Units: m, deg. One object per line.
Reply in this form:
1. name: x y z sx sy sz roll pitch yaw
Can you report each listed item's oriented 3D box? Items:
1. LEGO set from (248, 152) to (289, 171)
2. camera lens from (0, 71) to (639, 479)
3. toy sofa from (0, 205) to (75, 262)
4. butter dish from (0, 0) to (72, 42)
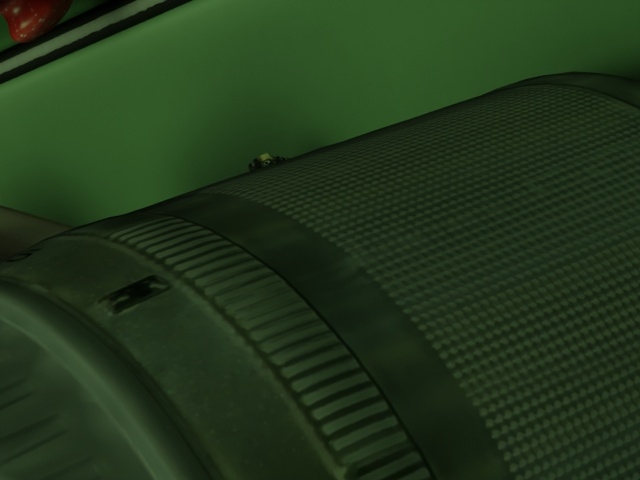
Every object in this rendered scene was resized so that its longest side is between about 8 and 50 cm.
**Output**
1. LEGO set: 0.001 -0.001 0.712 0.054 0.023 0.083 38 152 55
2. camera lens: 0.019 0.082 0.508 0.219 0.274 0.219 30 129 44
3. toy sofa: -0.125 0.174 0.680 0.150 0.177 0.362 16 88 10
4. butter dish: -0.158 -0.139 0.788 0.118 0.160 0.160 49 147 -11
